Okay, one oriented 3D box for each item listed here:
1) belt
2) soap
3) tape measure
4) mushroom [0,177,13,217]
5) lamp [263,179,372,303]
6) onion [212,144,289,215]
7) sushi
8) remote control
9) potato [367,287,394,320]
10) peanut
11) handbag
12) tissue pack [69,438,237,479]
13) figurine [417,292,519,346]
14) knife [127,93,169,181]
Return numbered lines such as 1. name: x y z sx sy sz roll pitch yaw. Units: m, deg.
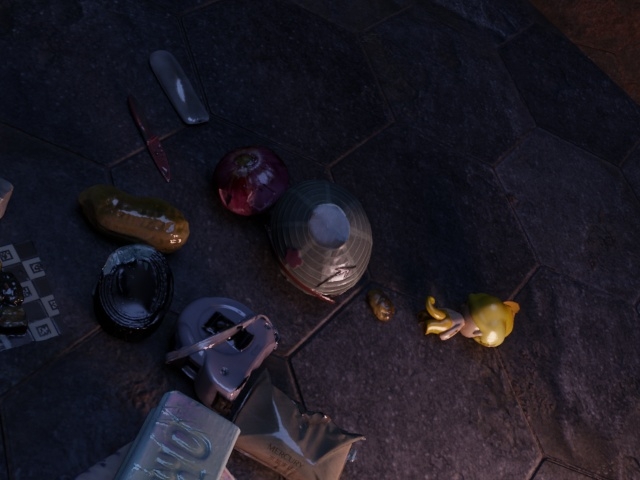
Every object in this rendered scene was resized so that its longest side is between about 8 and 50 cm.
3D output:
1. belt: -0.370 0.099 1.591 0.151 0.078 0.198 13 54 -16
2. soap: -0.245 0.380 1.284 0.150 0.094 0.261 30 45 -7
3. tape measure: -0.199 0.204 1.591 0.197 0.120 0.236 34 42 4
4. mushroom: -0.703 -0.122 1.555 0.223 0.081 0.092 32 81 -1
5. lamp: 0.000 0.000 1.784 0.233 0.233 0.265 -28 79 -40
6. onion: -0.159 -0.136 1.839 0.177 0.153 0.177 8 60 -14
7. sushi: -0.587 0.092 1.487 0.192 0.050 0.215 -14 66 -36
8. remote control: -0.345 -0.381 1.971 0.073 0.044 0.229 -16 67 -40
9. potato: 0.141 0.149 1.878 0.051 0.040 0.083 -15 68 -42
10. peanut: -0.387 -0.049 1.672 0.237 0.110 0.120 23 70 -6
11. handbag: -0.052 0.377 1.553 0.271 0.117 0.182 32 60 -4
12. tissue pack: -0.303 0.465 1.337 0.344 0.125 0.242 -27 72 -43
13. figurine: 0.359 0.188 1.935 0.247 0.131 0.156 -2 44 -19
14. knife: -0.394 -0.238 1.862 0.035 0.018 0.247 -13 68 -40
